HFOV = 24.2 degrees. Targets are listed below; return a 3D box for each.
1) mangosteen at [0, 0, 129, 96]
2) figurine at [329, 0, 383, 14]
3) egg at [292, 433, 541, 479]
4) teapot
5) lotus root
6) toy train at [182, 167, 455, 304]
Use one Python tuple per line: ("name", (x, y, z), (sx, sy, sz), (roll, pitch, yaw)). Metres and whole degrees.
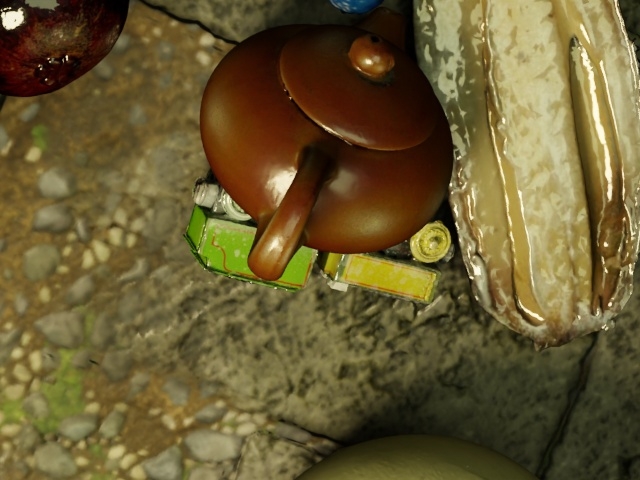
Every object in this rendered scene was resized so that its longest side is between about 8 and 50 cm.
("mangosteen", (-0.189, -0.165, 0.956), (0.140, 0.140, 0.140), (-3, 101, -18))
("figurine", (-0.057, -0.218, 0.965), (0.262, 0.120, 0.164), (17, 132, -10))
("egg", (0.075, 0.247, 1.061), (0.269, 0.219, 0.219), (17, 94, -36))
("teapot", (0.006, -0.072, 0.983), (0.178, 0.252, 0.135), (25, 131, 0))
("lotus root", (0.159, -0.082, 1.112), (0.167, 0.078, 0.329), (-9, 105, 0))
("toy train", (0.000, 0.000, 1.078), (0.202, 0.060, 0.081), (13, 103, -20))
